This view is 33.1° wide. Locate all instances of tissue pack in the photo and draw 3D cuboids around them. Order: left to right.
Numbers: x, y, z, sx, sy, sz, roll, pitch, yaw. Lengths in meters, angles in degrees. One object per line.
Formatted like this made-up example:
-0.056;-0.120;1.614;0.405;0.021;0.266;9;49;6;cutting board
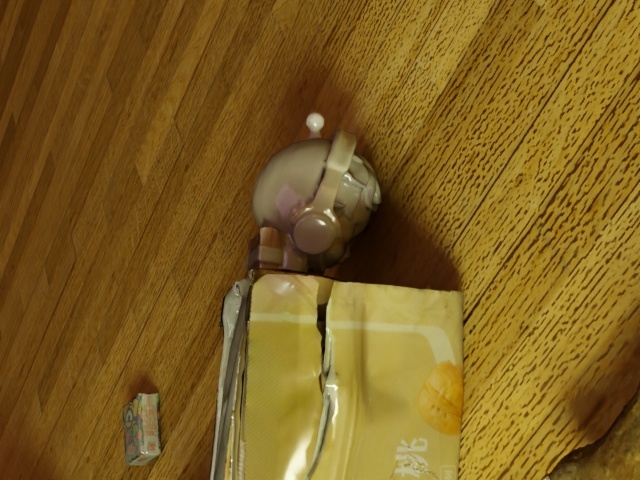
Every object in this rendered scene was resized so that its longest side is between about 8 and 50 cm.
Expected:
-0.236;0.249;1.421;0.063;0.035;0.083;-40;49;48;tissue pack

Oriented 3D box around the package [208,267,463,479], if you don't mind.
-0.002;0.181;0.845;0.165;0.222;0.311;39;-124;-78;package

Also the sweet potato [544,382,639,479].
0.246;0.064;0.620;0.114;0.092;0.341;-99;32;-57;sweet potato

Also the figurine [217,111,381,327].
-0.003;-0.002;1.023;0.162;0.141;0.236;125;159;-77;figurine
